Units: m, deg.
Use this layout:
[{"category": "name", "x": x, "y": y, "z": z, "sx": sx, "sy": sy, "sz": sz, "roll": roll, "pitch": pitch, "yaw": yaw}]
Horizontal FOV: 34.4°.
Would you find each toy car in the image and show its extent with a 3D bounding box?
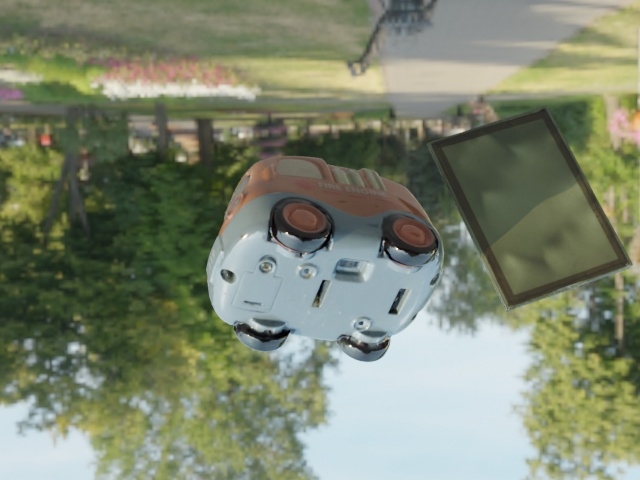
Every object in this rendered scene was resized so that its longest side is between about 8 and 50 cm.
[{"category": "toy car", "x": 0.000, "y": 0.000, "z": 1.193, "sx": 0.271, "sy": 0.180, "sz": 0.212, "roll": 7, "pitch": -140, "yaw": -19}]

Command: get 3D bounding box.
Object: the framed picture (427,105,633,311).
[{"category": "framed picture", "x": 0.248, "y": -0.044, "z": 1.233, "sx": 0.173, "sy": 0.231, "sz": 0.010, "roll": -17, "pitch": 160, "yaw": -15}]
